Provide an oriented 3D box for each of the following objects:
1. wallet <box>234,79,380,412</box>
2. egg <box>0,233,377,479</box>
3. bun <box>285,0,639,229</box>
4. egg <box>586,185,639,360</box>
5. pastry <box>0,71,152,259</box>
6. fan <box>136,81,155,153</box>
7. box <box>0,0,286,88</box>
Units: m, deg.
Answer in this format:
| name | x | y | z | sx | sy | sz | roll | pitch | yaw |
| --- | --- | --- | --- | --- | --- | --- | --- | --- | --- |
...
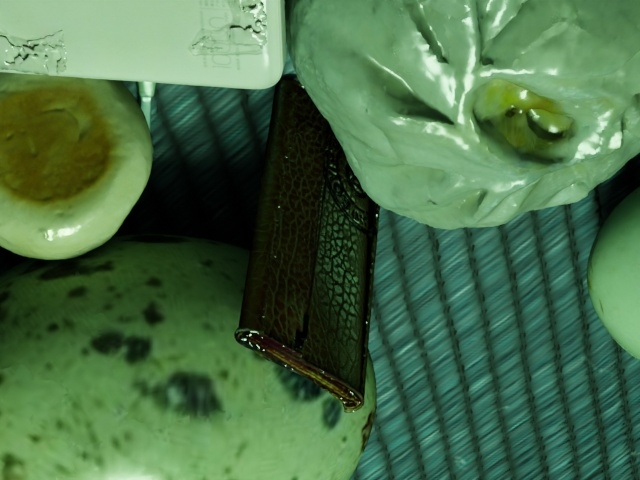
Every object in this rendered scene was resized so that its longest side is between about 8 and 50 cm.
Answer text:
| name | x | y | z | sx | sy | sz | roll | pitch | yaw |
| --- | --- | --- | --- | --- | --- | --- | --- | --- | --- |
| wallet | 0.000 | 0.000 | 1.282 | 0.039 | 0.243 | 0.133 | -25 | 133 | 34 |
| egg | -0.133 | 0.134 | 1.319 | 0.379 | 0.287 | 0.287 | -11 | 131 | -18 |
| bun | 0.154 | -0.150 | 1.229 | 0.354 | 0.194 | 0.354 | -8 | 132 | -9 |
| egg | 0.369 | 0.026 | 1.434 | 0.283 | 0.203 | 0.203 | -5 | 130 | -7 |
| pastry | -0.203 | -0.062 | 1.235 | 0.156 | 0.156 | 0.092 | -11 | 174 | -8 |
| fan | -0.134 | -0.145 | 1.267 | 0.038 | 0.016 | 0.193 | -2 | 128 | -12 |
| box | -0.167 | -0.175 | 1.156 | 0.285 | 0.044 | 0.142 | 5 | 132 | 7 |
